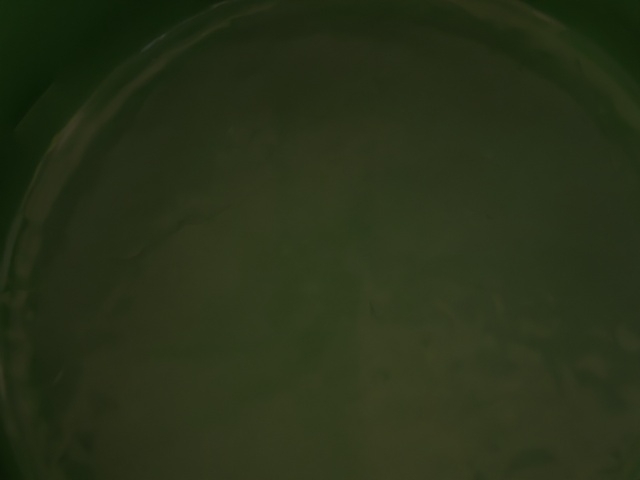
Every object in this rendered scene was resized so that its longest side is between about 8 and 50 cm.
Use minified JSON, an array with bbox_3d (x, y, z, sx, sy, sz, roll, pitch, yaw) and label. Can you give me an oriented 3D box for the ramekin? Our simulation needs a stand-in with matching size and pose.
[{"bbox_3d":[0.000,0.000,0.511,0.303,0.148,0.303,-3,-111,9],"label":"ramekin"}]
